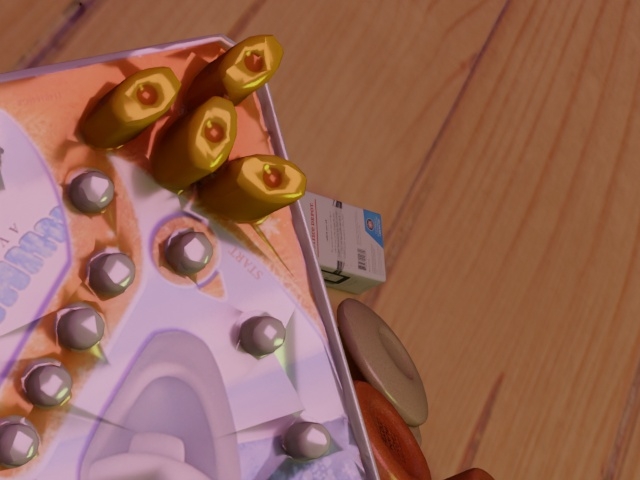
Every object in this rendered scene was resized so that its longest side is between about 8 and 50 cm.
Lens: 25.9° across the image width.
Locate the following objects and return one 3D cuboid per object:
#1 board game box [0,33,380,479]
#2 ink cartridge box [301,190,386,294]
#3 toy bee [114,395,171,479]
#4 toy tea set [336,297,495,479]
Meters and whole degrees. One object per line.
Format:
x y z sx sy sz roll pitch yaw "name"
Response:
-0.140 0.147 0.430 0.390 0.050 0.390 -14 86 -24 "board game box"
0.000 0.000 0.863 0.083 0.028 0.048 17 59 -38 "ink cartridge box"
-0.199 0.165 0.522 0.298 0.162 0.195 -8 67 -15 "toy bee"
0.051 0.201 0.782 0.336 0.124 0.200 55 14 -3 "toy tea set"
